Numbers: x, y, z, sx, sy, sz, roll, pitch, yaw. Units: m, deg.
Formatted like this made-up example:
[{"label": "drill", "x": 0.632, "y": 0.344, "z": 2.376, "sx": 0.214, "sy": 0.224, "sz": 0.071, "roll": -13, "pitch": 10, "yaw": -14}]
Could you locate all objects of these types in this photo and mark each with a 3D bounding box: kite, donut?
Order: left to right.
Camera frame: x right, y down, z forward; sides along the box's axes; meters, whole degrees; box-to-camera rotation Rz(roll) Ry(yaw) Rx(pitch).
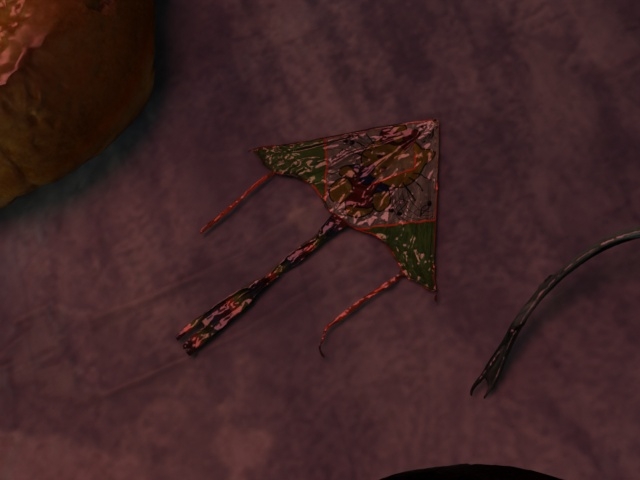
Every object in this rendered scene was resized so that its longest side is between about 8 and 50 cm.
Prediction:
[{"label": "donut", "x": -0.281, "y": -0.163, "z": 1.127, "sx": 0.317, "sy": 0.150, "sz": 0.299, "roll": -20, "pitch": 62, "yaw": 8}, {"label": "kite", "x": 0.000, "y": 0.000, "z": 1.024, "sx": 0.244, "sy": 0.006, "sz": 0.198, "roll": -43, "pitch": 58, "yaw": -6}]

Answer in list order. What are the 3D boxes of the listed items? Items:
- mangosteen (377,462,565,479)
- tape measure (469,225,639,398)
[{"label": "mangosteen", "x": 0.061, "y": 0.266, "z": 0.720, "sx": 0.300, "sy": 0.300, "sz": 0.300, "roll": -8, "pitch": 61, "yaw": 15}, {"label": "tape measure", "x": 0.246, "y": 0.039, "z": 0.872, "sx": 0.330, "sy": 0.084, "sz": 0.164, "roll": -25, "pitch": 54, "yaw": 4}]
